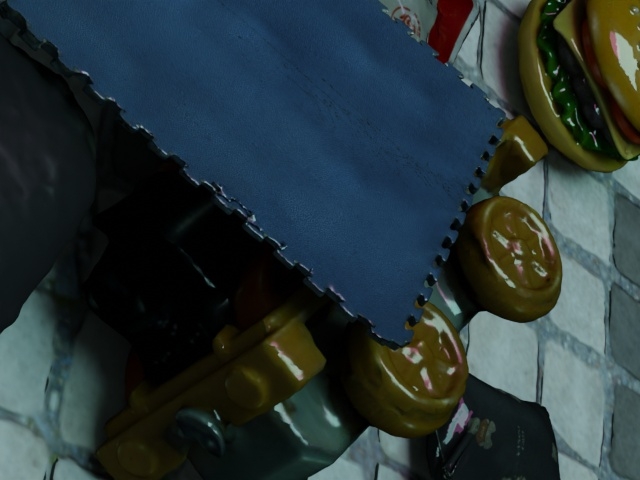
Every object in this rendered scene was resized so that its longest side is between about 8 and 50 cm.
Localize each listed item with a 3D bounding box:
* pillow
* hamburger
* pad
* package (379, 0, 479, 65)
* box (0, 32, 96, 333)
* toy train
[{"bbox_3d":[0.115,0.137,1.272,0.150,0.048,0.090,25,64,-46],"label":"pillow"},{"bbox_3d":[0.225,-0.132,1.464,0.162,0.115,0.162,23,58,-44],"label":"hamburger"},{"bbox_3d":[-0.022,-0.092,1.030,0.269,0.012,0.269,42,34,-6],"label":"pad"},{"bbox_3d":[0.022,-0.211,1.327,0.239,0.030,0.154,50,39,-19],"label":"package"},{"bbox_3d":[-0.288,-0.034,0.801,0.350,0.091,0.359,46,51,-20],"label":"box"},{"bbox_3d":[0.000,0.000,1.114,0.232,0.163,0.369,52,39,-2],"label":"toy train"}]
